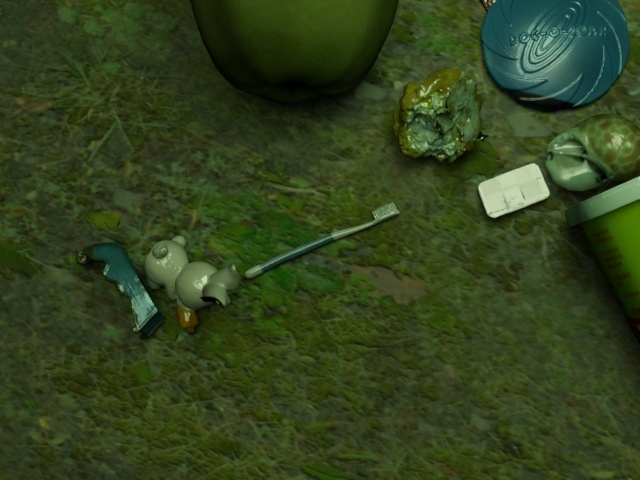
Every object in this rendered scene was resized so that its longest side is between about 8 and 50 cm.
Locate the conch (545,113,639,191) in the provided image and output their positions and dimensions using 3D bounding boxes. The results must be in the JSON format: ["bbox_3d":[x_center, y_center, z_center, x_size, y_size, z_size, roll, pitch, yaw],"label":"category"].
[{"bbox_3d":[0.442,-0.139,1.421,0.173,0.106,0.116,-28,66,27],"label":"conch"}]

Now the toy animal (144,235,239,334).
[{"bbox_3d":[-0.205,0.075,1.461,0.182,0.127,0.131,28,78,23],"label":"toy animal"}]

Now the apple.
[{"bbox_3d":[-0.039,-0.393,1.410,0.357,0.357,0.357,-1,80,7],"label":"apple"}]

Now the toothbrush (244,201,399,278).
[{"bbox_3d":[0.000,0.000,1.497,0.276,0.019,0.025,-23,73,3],"label":"toothbrush"}]

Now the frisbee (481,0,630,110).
[{"bbox_3d":[0.385,-0.332,1.488,0.242,0.045,0.242,-1,82,6],"label":"frisbee"}]

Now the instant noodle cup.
[{"bbox_3d":[0.538,0.044,1.309,0.294,0.294,0.307,-21,86,3],"label":"instant noodle cup"}]

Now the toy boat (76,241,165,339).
[{"bbox_3d":[-0.332,0.079,1.497,0.077,0.075,0.185,-32,75,-7],"label":"toy boat"}]

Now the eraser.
[{"bbox_3d":[0.310,-0.078,1.467,0.105,0.026,0.065,-19,81,4],"label":"eraser"}]

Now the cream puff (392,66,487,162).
[{"bbox_3d":[0.181,-0.203,1.456,0.156,0.156,0.121,10,51,9],"label":"cream puff"}]

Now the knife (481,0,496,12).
[{"bbox_3d":[0.281,-0.420,1.538,0.035,0.018,0.247,-29,80,-2],"label":"knife"}]
